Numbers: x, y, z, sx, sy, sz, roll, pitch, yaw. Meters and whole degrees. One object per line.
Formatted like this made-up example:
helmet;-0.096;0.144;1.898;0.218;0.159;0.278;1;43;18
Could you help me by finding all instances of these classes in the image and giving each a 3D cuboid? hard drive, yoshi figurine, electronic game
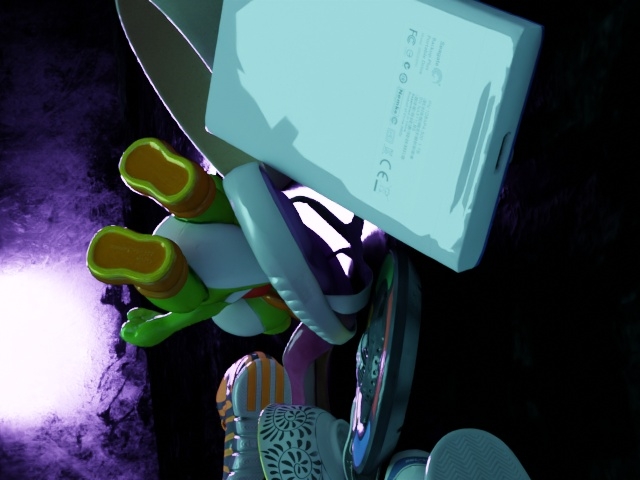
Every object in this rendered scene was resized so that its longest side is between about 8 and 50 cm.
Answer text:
hard drive;0.030;-0.135;1.011;0.318;0.040;0.210;31;121;35
yoshi figurine;-0.146;0.019;1.336;0.362;0.203;0.203;43;-158;-62
electronic game;0.060;0.120;1.162;0.229;0.048;0.229;-170;90;-88

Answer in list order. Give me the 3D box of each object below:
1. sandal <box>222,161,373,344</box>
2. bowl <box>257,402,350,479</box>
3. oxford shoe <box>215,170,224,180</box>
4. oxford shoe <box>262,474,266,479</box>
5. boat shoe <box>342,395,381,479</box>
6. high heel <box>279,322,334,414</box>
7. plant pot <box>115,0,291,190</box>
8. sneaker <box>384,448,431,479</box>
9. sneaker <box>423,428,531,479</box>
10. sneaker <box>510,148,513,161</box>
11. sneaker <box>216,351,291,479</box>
sandal;0.006;0.014;1.231;0.169;0.102;0.416;65;-175;12
bowl;0.003;0.261;1.386;0.170;0.080;0.170;54;-158;-33
oxford shoe;-0.086;-0.142;1.603;0.271;0.098;0.097;114;148;-58
oxford shoe;-0.047;0.359;1.640;0.076;0.076;0.212;-149;54;-68
boat shoe;0.054;0.234;1.318;0.038;0.046;0.125;-137;53;-73
high heel;0.003;0.193;1.482;0.117;0.082;0.244;32;116;22
plant pot;-0.070;-0.212;1.301;0.284;0.191;0.284;48;165;17
sneaker;0.089;0.343;1.155;0.131;0.111;0.296;-99;20;-60
sneaker;0.127;0.314;0.932;0.169;0.108;0.293;108;156;-51
sneaker;0.133;-0.079;0.980;0.083;0.037;0.032;-161;69;-71
sneaker;-0.098;0.327;1.767;0.180;0.124;0.321;-173;90;-78
